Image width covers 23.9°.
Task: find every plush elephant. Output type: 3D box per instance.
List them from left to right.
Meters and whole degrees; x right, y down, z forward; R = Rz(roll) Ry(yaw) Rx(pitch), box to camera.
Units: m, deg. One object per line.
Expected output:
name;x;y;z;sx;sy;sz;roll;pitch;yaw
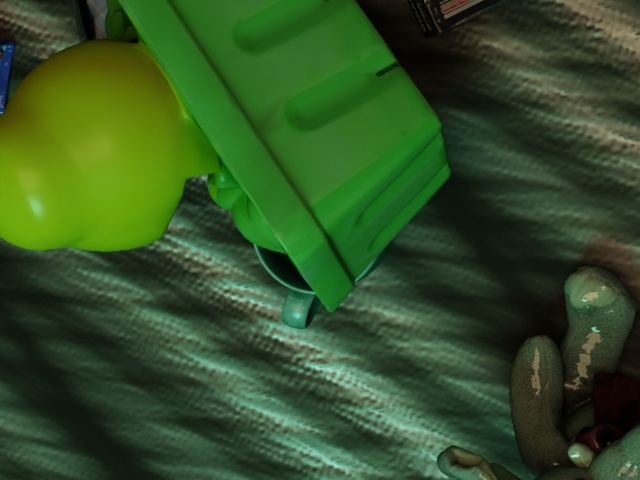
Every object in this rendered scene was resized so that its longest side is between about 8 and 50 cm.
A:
plush elephant;0.258;0.213;1.344;0.272;0.255;0.330;36;102;7

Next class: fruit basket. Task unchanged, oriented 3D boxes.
fruit basket;-0.120;-0.095;1.292;0.392;0.283;0.392;-2;77;8

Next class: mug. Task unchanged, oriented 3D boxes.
mug;-0.003;-0.009;1.462;0.158;0.097;0.129;-41;87;14

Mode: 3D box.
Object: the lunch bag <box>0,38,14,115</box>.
lunch bag;-0.458;-0.140;1.451;0.221;0.293;0.138;6;97;13

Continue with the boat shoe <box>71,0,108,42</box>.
boat shoe;-0.222;-0.270;1.496;0.080;0.076;0.228;-6;95;13

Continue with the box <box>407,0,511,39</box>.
box;0.161;-0.307;1.370;0.220;0.051;0.175;-27;97;-7
